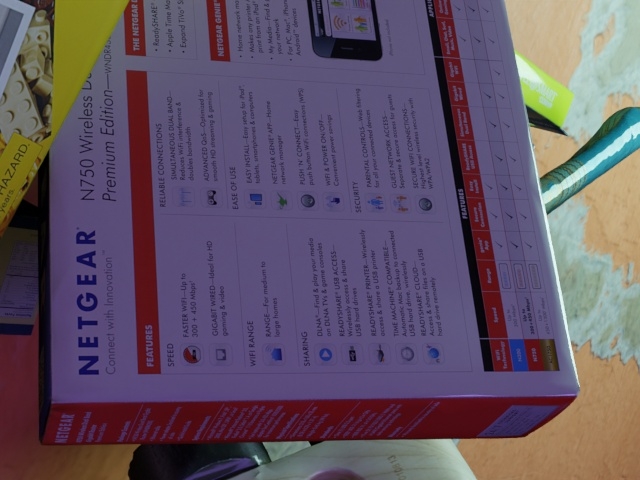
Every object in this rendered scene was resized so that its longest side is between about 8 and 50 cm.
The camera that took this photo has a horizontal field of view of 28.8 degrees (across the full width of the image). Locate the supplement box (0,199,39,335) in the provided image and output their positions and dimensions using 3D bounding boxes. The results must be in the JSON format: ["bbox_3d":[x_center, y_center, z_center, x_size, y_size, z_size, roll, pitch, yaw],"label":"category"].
[{"bbox_3d":[-0.228,0.011,0.838,0.056,0.083,0.083,9,102,-50],"label":"supplement box"}]

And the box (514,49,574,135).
[{"bbox_3d":[0.160,-0.154,1.169,0.178,0.109,0.042,22,91,-51],"label":"box"}]

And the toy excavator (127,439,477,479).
[{"bbox_3d":[-0.063,0.349,1.015,0.433,0.222,0.445,-19,141,-19],"label":"toy excavator"}]

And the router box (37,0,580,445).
[{"bbox_3d":[-0.020,-0.049,0.767,0.301,0.335,0.082,2,155,-16],"label":"router box"}]

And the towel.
[{"bbox_3d":[0.125,0.012,1.129,0.370,0.040,0.271,-31,172,-39],"label":"towel"}]

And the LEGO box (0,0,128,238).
[{"bbox_3d":[-0.297,-0.156,0.584,0.372,0.193,0.500,30,86,-51],"label":"LEGO box"}]

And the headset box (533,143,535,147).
[{"bbox_3d":[0.000,0.000,0.971,0.218,0.110,0.293,-40,179,-29],"label":"headset box"}]
